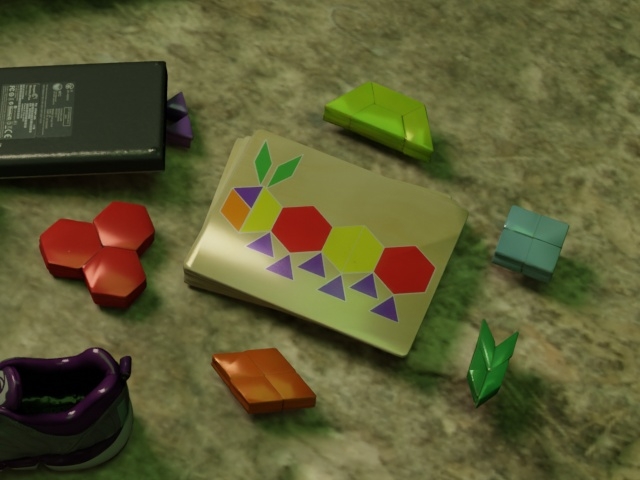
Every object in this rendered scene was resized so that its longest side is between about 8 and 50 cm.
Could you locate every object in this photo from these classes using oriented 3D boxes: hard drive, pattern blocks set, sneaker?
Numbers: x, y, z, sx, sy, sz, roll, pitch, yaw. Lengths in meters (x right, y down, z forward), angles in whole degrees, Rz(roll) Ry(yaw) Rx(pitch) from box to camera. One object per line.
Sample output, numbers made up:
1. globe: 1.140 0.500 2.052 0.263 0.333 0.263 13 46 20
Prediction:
1. hard drive: -0.178 -0.088 1.108 0.135 0.022 0.094 -3 53 0
2. pattern blocks set: 0.000 0.000 1.096 0.325 0.026 0.285 29 58 12
3. sneaker: -0.226 0.104 0.951 0.223 0.098 0.083 -11 61 -17
